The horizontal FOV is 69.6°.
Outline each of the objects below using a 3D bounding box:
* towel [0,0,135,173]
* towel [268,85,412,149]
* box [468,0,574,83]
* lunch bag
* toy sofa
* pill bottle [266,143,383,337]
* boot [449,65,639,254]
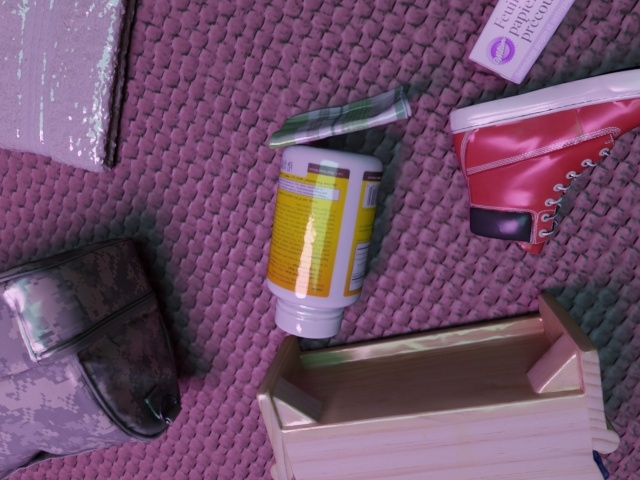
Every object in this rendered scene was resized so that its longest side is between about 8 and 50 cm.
[{"bbox_3d":[-0.341,-0.241,0.596,0.187,0.049,0.282,15,103,8],"label":"towel"},{"bbox_3d":[0.023,-0.139,0.515,0.151,0.113,0.023,-10,112,12],"label":"towel"},{"bbox_3d":[0.235,-0.295,0.384,0.063,0.067,0.324,30,138,7],"label":"box"},{"bbox_3d":[-0.354,0.164,0.591,0.305,0.212,0.256,-18,96,14],"label":"lunch bag"},{"bbox_3d":[0.124,0.194,0.543,0.362,0.150,0.177,-12,103,12],"label":"toy sofa"},{"bbox_3d":[0.000,0.000,0.544,0.117,0.117,0.215,11,102,8],"label":"pill bottle"},{"bbox_3d":[0.270,-0.077,0.478,0.244,0.088,0.176,-7,101,35],"label":"boot"}]
